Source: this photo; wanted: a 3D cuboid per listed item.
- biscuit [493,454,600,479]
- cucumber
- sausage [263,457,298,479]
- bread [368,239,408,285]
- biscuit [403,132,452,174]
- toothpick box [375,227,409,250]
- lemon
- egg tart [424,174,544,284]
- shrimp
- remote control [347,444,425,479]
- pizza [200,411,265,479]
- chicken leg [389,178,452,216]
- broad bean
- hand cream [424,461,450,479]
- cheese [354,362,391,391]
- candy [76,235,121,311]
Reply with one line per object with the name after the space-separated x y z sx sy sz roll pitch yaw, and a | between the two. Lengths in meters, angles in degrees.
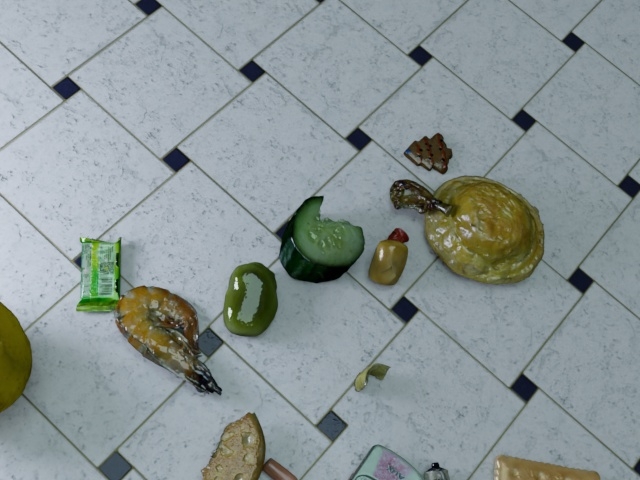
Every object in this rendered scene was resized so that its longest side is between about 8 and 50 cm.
0.503 0.571 1.885 0.250 0.030 0.160 12 65 -5 | biscuit
-0.002 0.009 1.993 0.191 0.130 0.191 5 68 -13 | cucumber
-0.086 0.498 1.810 0.083 0.034 0.034 37 65 5 | sausage
0.162 0.057 2.006 0.082 0.115 0.056 17 23 -13 | bread
0.280 -0.226 2.203 0.130 0.019 0.119 -3 67 -11 | biscuit
0.175 0.009 2.065 0.047 0.047 0.083 40 65 8 | toothpick box
-0.719 0.227 1.700 0.253 0.253 0.310 -35 70 -22 | lemon
0.416 -0.042 2.088 0.319 0.128 0.319 5 64 -9 | egg tart
-0.317 0.217 1.880 0.317 0.062 0.164 41 60 9 | shrimp
0.080 0.600 1.786 0.145 0.050 0.344 36 66 6 | remote control
-0.185 0.479 1.786 0.127 0.058 0.246 15 66 -5 | pizza
0.241 -0.096 2.081 0.178 0.070 0.093 24 59 29 | chicken leg
-0.159 0.133 1.938 0.124 0.082 0.174 3 76 -9 | broad bean
0.266 0.604 1.827 0.075 0.052 0.248 -11 73 10 | hand cream
0.115 0.304 1.921 0.084 0.060 0.041 -23 72 -26 | cheese
-0.498 0.076 1.922 0.102 0.032 0.178 -2 68 -7 | candy
